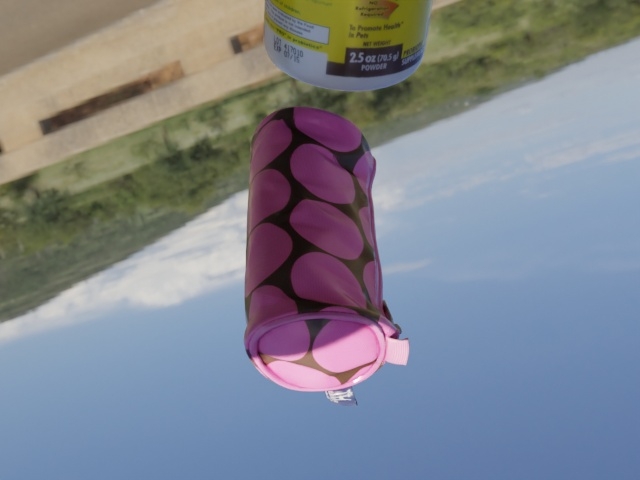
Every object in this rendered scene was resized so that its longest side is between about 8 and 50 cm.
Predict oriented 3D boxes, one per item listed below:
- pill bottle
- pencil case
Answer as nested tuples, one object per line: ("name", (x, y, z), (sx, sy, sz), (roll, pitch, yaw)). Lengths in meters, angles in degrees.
("pill bottle", (0.024, -0.216, 0.661), (0.117, 0.214, 0.117), (3, -142, -3))
("pencil case", (0.000, 0.000, 0.667), (0.098, 0.095, 0.209), (-6, -133, 3))
